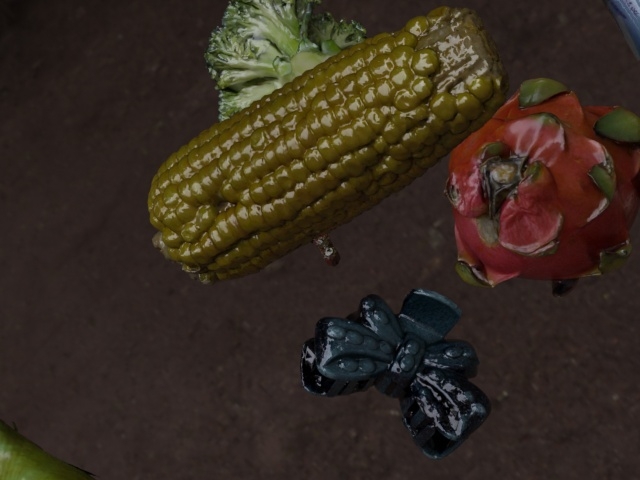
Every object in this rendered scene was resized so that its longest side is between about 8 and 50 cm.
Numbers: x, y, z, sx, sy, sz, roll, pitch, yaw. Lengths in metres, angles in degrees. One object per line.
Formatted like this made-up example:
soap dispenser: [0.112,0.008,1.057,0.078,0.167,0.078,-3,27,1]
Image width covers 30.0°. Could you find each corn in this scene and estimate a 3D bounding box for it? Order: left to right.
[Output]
corn: [-0.006,-0.060,0.872,0.322,0.119,0.119,-26,35,29]

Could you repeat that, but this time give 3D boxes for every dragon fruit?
dragon fruit: [0.236,-0.054,1.251,0.224,0.224,0.227,-19,16,30]

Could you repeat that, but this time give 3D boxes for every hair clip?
hair clip: [0.129,0.203,1.930,0.206,0.310,0.194,-62,2,-32]

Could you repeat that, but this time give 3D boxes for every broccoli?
broccoli: [0.002,-0.225,1.511,0.361,0.221,0.252,-14,55,55]

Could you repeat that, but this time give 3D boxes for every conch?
conch: [-0.157,0.197,0.783,0.079,0.095,0.201,-37,52,-13]

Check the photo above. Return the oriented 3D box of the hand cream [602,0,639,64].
hand cream: [0.349,-0.186,1.204,0.058,0.271,0.091,-28,-1,-11]

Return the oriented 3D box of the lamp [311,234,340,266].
lamp: [0.000,0.000,1.610,0.031,0.063,0.083,-35,65,1]
